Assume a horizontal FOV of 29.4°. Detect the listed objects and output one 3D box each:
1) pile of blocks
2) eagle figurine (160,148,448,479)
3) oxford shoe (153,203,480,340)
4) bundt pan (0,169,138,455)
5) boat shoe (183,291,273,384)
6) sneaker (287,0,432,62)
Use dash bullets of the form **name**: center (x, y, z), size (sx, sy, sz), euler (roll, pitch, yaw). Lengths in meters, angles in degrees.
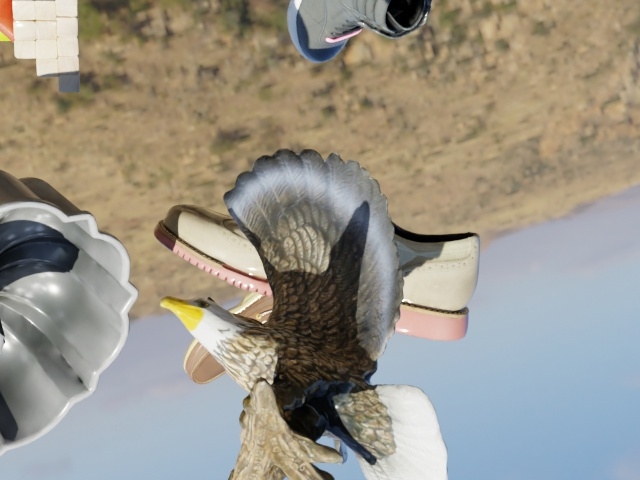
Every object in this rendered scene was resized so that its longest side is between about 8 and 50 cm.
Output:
- **pile of blocks**: center (-0.315, -0.314, 1.297), size (0.112, 0.362, 0.149), euler (-1, 149, -10)
- **eagle figurine**: center (-0.025, 0.084, 0.982), size (0.226, 0.225, 0.298), euler (-23, -158, 19)
- **oxford shoe**: center (0.000, 0.000, 1.294), size (0.348, 0.130, 0.123), euler (14, -168, 0)
- **bundt pan**: center (-0.348, 0.067, 1.152), size (0.331, 0.124, 0.331), euler (-25, 139, -24)
- **boat shoe**: center (-0.089, 0.113, 1.414), size (0.178, 0.060, 0.064), euler (-40, 139, 17)
- **sneaker**: center (0.049, -0.278, 1.491), size (0.104, 0.147, 0.296), euler (-28, 161, -26)
